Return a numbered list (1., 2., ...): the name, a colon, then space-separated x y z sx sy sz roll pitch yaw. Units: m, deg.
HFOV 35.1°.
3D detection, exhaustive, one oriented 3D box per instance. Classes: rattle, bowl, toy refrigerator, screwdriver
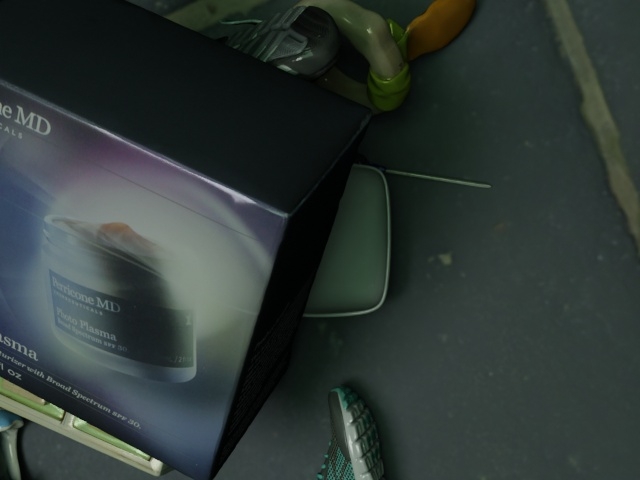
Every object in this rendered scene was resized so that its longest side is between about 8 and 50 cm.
1. rattle: 0.018 -0.205 0.946 0.199 0.130 0.143 17 73 45
2. bowl: 0.000 0.000 0.946 0.142 0.053 0.142 1 88 14
3. toy refrigerator: -0.243 0.126 0.986 0.269 0.094 0.102 20 93 14
4. screwdriver: 0.074 -0.061 0.945 0.169 0.024 0.025 14 63 13

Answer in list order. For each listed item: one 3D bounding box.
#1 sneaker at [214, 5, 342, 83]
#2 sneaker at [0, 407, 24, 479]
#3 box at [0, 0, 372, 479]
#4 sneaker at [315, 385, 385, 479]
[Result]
1. sneaker: -0.028 -0.127 0.901 0.132 0.228 0.086 49 66 -26
2. sneaker: -0.337 0.284 1.008 0.086 0.085 0.237 -1 88 30
3. box: -0.155 -0.010 0.820 0.296 0.183 0.294 25 127 9
4. sneaker: 0.020 0.219 0.930 0.076 0.065 0.167 -14 83 18
